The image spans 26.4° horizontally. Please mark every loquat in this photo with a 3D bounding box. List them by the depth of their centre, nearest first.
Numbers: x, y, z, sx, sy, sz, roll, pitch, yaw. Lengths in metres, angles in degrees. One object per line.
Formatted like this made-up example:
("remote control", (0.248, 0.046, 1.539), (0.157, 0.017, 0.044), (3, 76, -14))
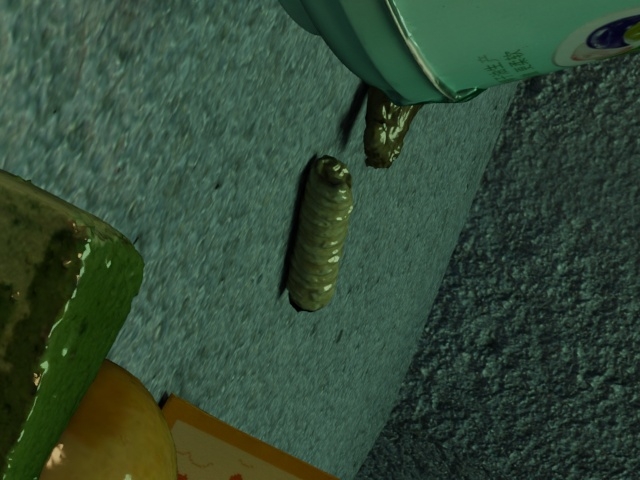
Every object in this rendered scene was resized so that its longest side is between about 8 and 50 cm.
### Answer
("loquat", (-0.152, 0.125, 0.732), (0.163, 0.137, 0.163), (-22, 178, -1))

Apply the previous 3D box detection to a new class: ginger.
("ginger", (0.119, -0.214, 1.486), (0.290, 0.084, 0.122), (-65, 163, -7))

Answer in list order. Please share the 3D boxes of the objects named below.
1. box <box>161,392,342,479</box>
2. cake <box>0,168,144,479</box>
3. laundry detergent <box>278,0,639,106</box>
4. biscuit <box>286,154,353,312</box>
("box", (-0.066, 0.322, 1.287), (0.214, 0.259, 0.283), (-60, 168, -18))
("cake", (-0.176, 0.076, 0.620), (0.235, 0.100, 0.099), (-63, 168, -14))
("laundry detergent", (0.117, -0.230, 0.709), (0.287, 0.305, 0.287), (-12, 90, -70))
("biscuit", (0.000, 0.000, 1.448), (0.055, 0.061, 0.219), (-12, 142, -18))
